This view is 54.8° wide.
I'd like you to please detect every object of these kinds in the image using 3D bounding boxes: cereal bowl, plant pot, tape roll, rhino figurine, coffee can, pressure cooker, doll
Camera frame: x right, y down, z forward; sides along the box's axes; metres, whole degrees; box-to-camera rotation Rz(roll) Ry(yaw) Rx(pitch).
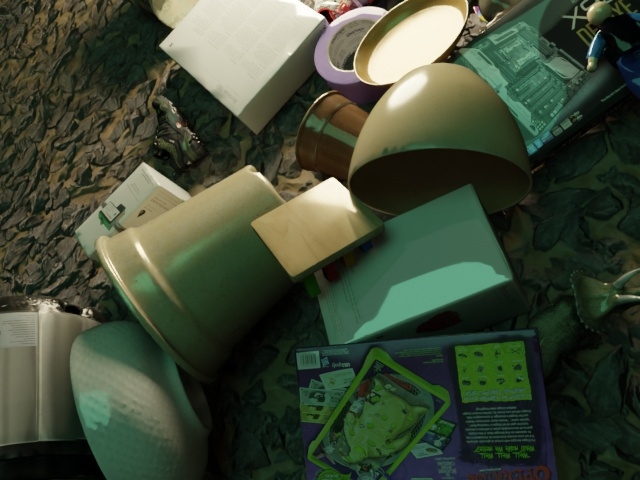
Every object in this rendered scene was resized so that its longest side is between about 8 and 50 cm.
[{"bbox_3d":[-0.283,0.285,1.068,0.141,0.339,0.339,-24,58,-6],"label":"cereal bowl"},{"bbox_3d":[0.067,-0.177,1.180,0.165,0.167,0.167,30,85,25],"label":"plant pot"},{"bbox_3d":[0.088,-0.387,1.296,0.189,0.080,0.188,-11,64,23],"label":"tape roll"},{"bbox_3d":[0.192,-0.169,1.001,0.284,0.284,0.190,-4,70,26],"label":"plant pot"},{"bbox_3d":[-0.180,0.038,1.140,0.305,0.334,0.334,-37,57,-5],"label":"plant pot"},{"bbox_3d":[0.351,-0.415,1.168,0.106,0.073,0.243,-41,72,13],"label":"rhino figurine"},{"bbox_3d":[-0.425,-0.693,1.616,0.275,0.201,0.201,37,89,33],"label":"coffee can"},{"bbox_3d":[0.170,-0.370,1.148,0.236,0.032,0.236,-23,46,26],"label":"plant pot"},{"bbox_3d":[-0.561,0.355,1.140,0.370,0.375,0.420,-23,60,14],"label":"pressure cooker"},{"bbox_3d":[0.481,-0.299,0.973,0.129,0.046,0.189,-30,76,10],"label":"doll"}]

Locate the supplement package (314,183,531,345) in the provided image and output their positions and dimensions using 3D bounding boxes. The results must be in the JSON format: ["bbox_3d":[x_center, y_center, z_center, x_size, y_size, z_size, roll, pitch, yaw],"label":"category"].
[{"bbox_3d":[0.159,0.070,1.006,0.293,0.177,0.175,-25,59,17],"label":"supplement package"}]

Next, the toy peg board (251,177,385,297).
[{"bbox_3d":[0.000,0.000,0.982,0.161,0.079,0.161,-30,43,-11],"label":"toy peg board"}]

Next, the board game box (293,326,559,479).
[{"bbox_3d":[0.138,0.239,0.866,0.347,0.056,0.208,-8,80,19],"label":"board game box"}]

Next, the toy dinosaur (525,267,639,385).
[{"bbox_3d":[0.328,0.151,0.896,0.313,0.160,0.121,-43,56,4],"label":"toy dinosaur"}]

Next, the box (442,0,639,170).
[{"bbox_3d":[0.407,-0.302,1.061,0.307,0.076,0.242,-36,75,10],"label":"box"}]

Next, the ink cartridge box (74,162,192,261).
[{"bbox_3d":[-0.393,-0.037,1.347,0.219,0.160,0.092,-45,56,5],"label":"ink cartridge box"}]

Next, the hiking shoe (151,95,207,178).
[{"bbox_3d":[-0.366,-0.252,1.468,0.114,0.086,0.227,-39,58,4],"label":"hiking shoe"}]

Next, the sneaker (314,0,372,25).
[{"bbox_3d":[0.107,-0.543,1.348,0.270,0.090,0.144,3,72,32],"label":"sneaker"}]

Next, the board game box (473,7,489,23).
[{"bbox_3d":[0.380,-0.504,1.222,0.133,0.033,0.168,25,81,33],"label":"board game box"}]

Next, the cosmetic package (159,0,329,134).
[{"bbox_3d":[-0.177,-0.461,1.453,0.284,0.097,0.377,-46,56,1],"label":"cosmetic package"}]
